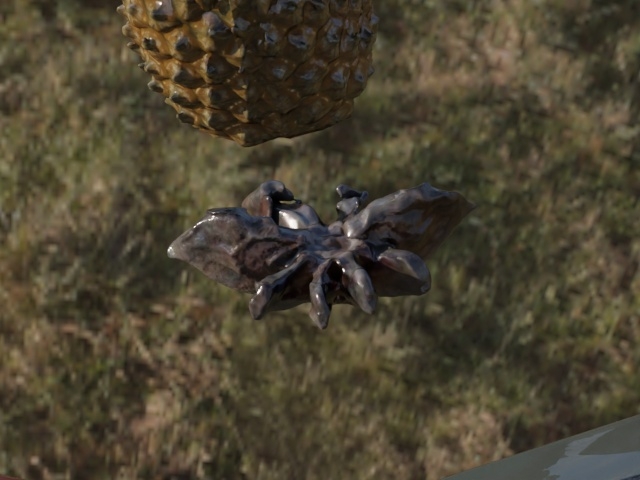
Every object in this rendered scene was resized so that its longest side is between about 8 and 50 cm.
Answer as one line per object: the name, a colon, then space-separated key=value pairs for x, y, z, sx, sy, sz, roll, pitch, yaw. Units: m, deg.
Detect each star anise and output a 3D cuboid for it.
star anise: x=-0.005 y=0.000 z=1.582 sx=0.258 sy=0.110 sz=0.198 roll=7 pitch=33 yaw=19

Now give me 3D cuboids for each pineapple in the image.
pineapple: x=-0.073 y=-0.214 z=1.250 sx=0.202 sy=0.362 sz=0.202 roll=-4 pitch=69 yaw=10

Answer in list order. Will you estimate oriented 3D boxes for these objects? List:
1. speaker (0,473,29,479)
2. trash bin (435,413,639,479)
speaker: x=-0.225 y=0.285 z=1.061 sx=0.294 sy=0.294 sz=0.294 roll=6 pitch=45 yaw=-6
trash bin: x=0.172 y=0.195 z=0.992 sx=0.236 sy=0.176 sz=0.101 roll=-18 pitch=28 yaw=14
